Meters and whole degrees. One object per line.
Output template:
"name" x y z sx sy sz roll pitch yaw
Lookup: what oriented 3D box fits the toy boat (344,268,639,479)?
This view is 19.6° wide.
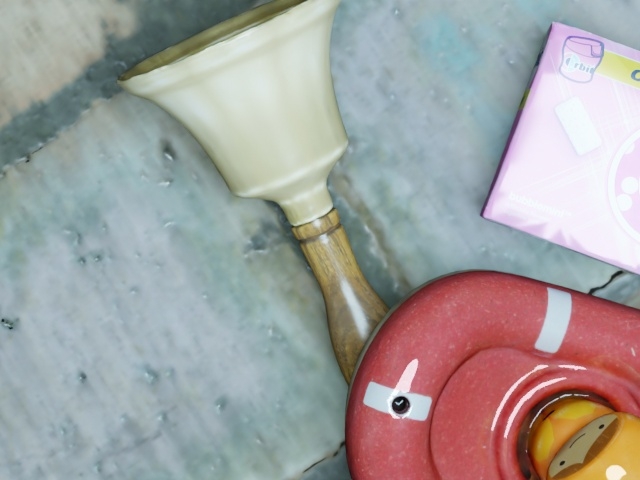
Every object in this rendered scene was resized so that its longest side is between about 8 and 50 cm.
"toy boat" 0.127 0.104 0.910 0.231 0.151 0.151 16 92 -8

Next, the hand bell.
"hand bell" 0.000 0.000 0.965 0.126 0.126 0.242 -23 101 3

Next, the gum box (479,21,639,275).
"gum box" 0.189 -0.030 0.961 0.188 0.062 0.107 20 92 3
